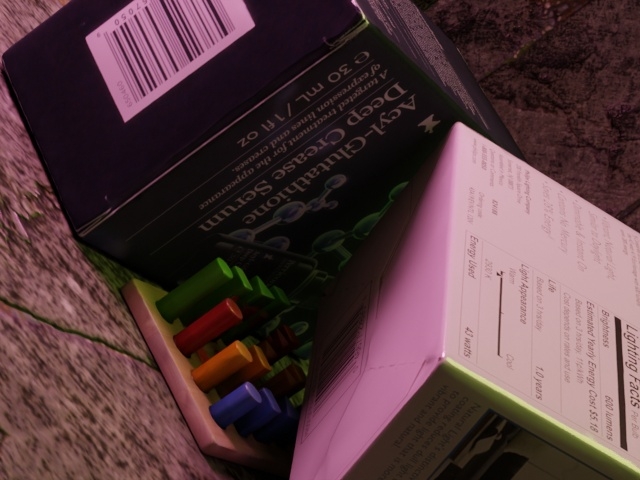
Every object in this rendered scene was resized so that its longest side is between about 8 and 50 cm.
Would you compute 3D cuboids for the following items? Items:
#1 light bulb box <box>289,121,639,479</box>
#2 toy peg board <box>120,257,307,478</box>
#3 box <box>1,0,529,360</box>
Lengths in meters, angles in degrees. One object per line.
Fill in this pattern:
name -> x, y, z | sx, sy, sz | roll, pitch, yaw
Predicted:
light bulb box -> 0.190, 0.150, 1.400 | 0.361, 0.225, 0.358 | 31, 30, -12
toy peg board -> -0.061, 0.096, 1.426 | 0.160, 0.079, 0.161 | 60, 14, 26
box -> -0.030, -0.099, 1.562 | 0.395, 0.293, 0.212 | 33, 25, -57
